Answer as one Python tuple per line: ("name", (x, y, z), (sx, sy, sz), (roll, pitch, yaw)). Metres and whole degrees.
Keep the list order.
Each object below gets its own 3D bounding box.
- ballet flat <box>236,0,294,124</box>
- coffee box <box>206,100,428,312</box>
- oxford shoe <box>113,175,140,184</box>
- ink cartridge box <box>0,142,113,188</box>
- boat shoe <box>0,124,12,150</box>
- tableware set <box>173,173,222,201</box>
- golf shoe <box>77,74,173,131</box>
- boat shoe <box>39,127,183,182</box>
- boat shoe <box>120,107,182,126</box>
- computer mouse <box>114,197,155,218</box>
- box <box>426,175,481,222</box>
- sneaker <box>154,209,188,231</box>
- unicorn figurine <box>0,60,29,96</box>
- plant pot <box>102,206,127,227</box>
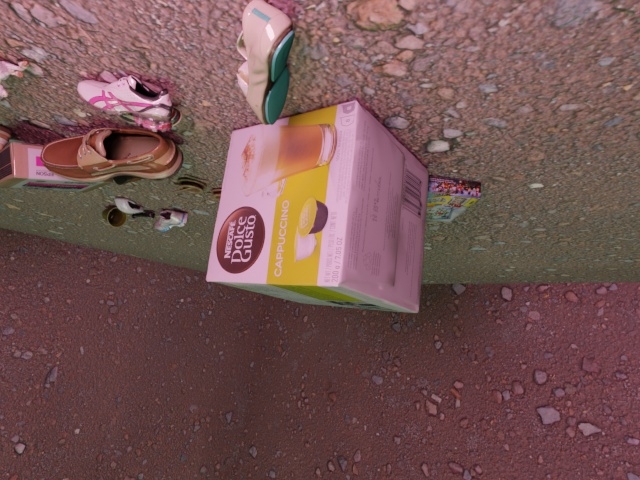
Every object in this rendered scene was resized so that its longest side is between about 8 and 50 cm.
("ballet flat", (-0.088, -0.262, 0.671), (0.086, 0.086, 0.248), (9, 166, -8))
("coffee box", (0.008, -0.041, 0.963), (0.334, 0.338, 0.338), (-2, 165, 35))
("oxford shoe", (-0.471, -0.201, 1.188), (0.212, 0.076, 0.076), (-5, -167, 36))
("ink cartridge box", (-0.704, -0.186, 1.171), (0.193, 0.088, 0.234), (-3, 179, 43))
("boat shoe", (-0.872, -0.252, 1.129), (0.190, 0.072, 0.068), (1, 166, 27))
("tableware set", (-0.350, -0.146, 1.378), (0.194, 0.039, 0.128), (15, 165, -31))
("golf shoe", (-0.358, -0.270, 0.819), (0.186, 0.067, 0.086), (18, 125, 2))
("boat shoe", (-0.489, -0.212, 1.026), (0.323, 0.123, 0.120), (-2, 162, 2))
("boat shoe", (-0.344, -0.255, 0.885), (0.137, 0.049, 0.043), (9, 166, 14))
("computer mouse", (-0.727, -0.117, 1.711), (0.106, 0.042, 0.193), (5, 167, 12))
("box", (0.304, -0.106, 1.179), (0.159, 0.044, 0.233), (8, 167, -2))
("sneaker", (-0.608, -0.088, 1.748), (0.190, 0.071, 0.083), (-13, 151, 37))
("unicorn figurine", (-0.583, -0.307, 0.785), (0.111, 0.060, 0.162), (3, 151, 18))
("plant pot", (-0.844, -0.100, 1.800), (0.079, 0.083, 0.083), (14, 174, 36))
